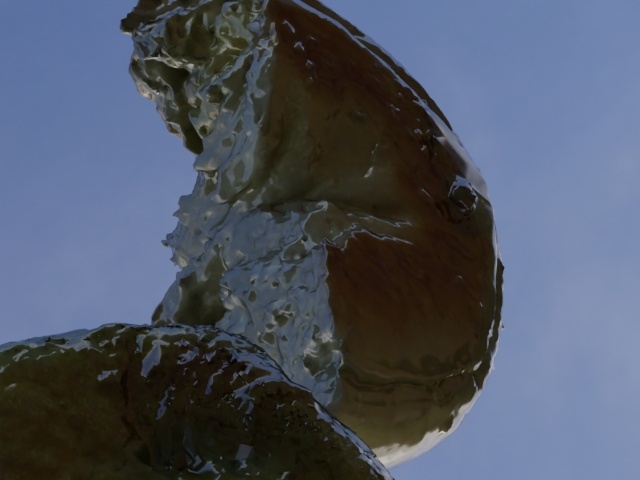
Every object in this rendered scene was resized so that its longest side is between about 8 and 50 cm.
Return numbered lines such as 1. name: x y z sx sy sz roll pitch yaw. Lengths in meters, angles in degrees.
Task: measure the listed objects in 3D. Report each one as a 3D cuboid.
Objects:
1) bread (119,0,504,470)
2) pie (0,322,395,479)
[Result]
1. bread: 0.002 -0.003 1.116 0.192 0.171 0.314 6 -126 -40
2. pie: -0.081 0.155 0.776 0.277 0.078 0.277 5 -123 -9
